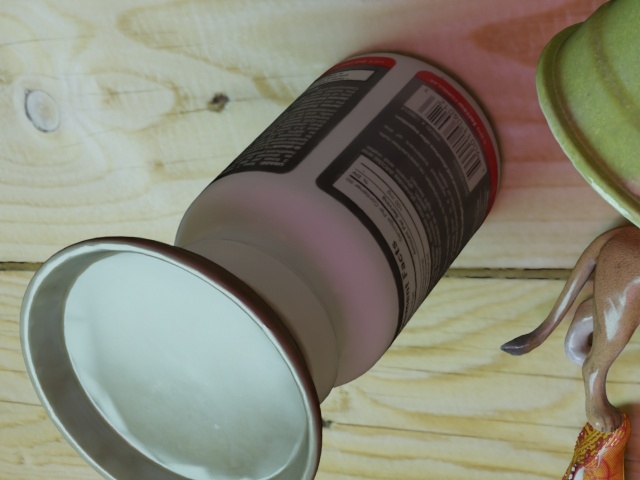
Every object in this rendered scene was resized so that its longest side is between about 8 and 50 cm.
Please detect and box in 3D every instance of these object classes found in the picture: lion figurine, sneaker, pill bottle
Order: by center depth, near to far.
[{"bbox_3d":[0.346,0.073,1.440,0.392,0.142,0.240,20,122,24],"label":"lion figurine"},{"bbox_3d":[0.000,0.000,1.444,0.210,0.363,0.210,16,128,22],"label":"pill bottle"},{"bbox_3d":[0.283,0.231,1.649,0.067,0.064,0.175,13,135,-1],"label":"sneaker"}]

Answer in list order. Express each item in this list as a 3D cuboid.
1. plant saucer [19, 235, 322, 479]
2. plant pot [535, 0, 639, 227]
[{"bbox_3d":[-0.116,0.111,1.316,0.277,0.041,0.278,16,127,22],"label":"plant saucer"},{"bbox_3d":[0.338,-0.153,1.199,0.276,0.276,0.254,36,130,5],"label":"plant pot"}]
